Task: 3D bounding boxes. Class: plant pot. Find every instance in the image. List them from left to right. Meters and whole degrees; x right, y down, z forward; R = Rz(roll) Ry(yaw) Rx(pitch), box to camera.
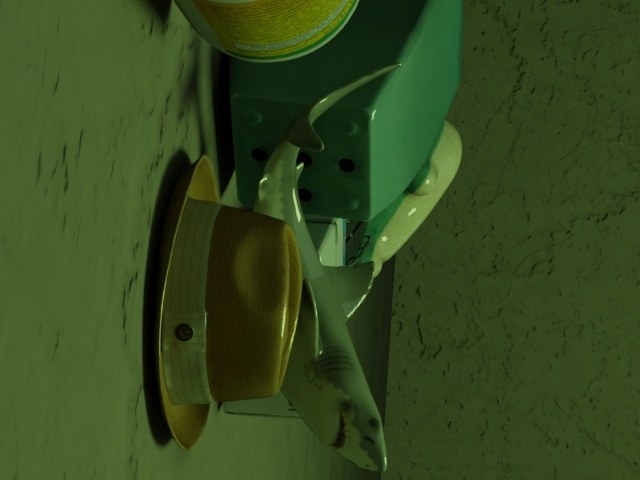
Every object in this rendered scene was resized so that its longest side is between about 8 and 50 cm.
[{"bbox_3d":[0.013,-0.132,1.165,0.234,0.165,0.165,-71,164,-48],"label":"plant pot"}]

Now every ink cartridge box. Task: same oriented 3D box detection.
[{"bbox_3d":[-0.026,0.050,1.237,0.190,0.082,0.139,-60,152,-74],"label":"ink cartridge box"}]

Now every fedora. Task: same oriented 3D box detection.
[{"bbox_3d":[-0.056,0.042,0.974,0.194,0.079,0.194,3,90,-84],"label":"fedora"}]

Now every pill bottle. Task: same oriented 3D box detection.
[{"bbox_3d":[-0.040,-0.175,0.810,0.208,0.118,0.117,49,45,-81],"label":"pill bottle"}]

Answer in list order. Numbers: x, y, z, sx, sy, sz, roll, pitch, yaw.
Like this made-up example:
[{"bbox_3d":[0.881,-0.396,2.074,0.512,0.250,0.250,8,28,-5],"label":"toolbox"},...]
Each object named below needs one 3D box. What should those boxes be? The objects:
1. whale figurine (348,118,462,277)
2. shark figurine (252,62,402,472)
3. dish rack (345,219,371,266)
[{"bbox_3d":[0.071,-0.065,1.945,0.272,0.141,0.216,-60,-166,-24],"label":"whale figurine"},{"bbox_3d":[0.002,0.011,1.076,0.116,0.166,0.278,-16,109,-36],"label":"shark figurine"},{"bbox_3d":[0.028,-0.115,1.471,0.208,0.074,0.271,-48,130,-69],"label":"dish rack"}]
